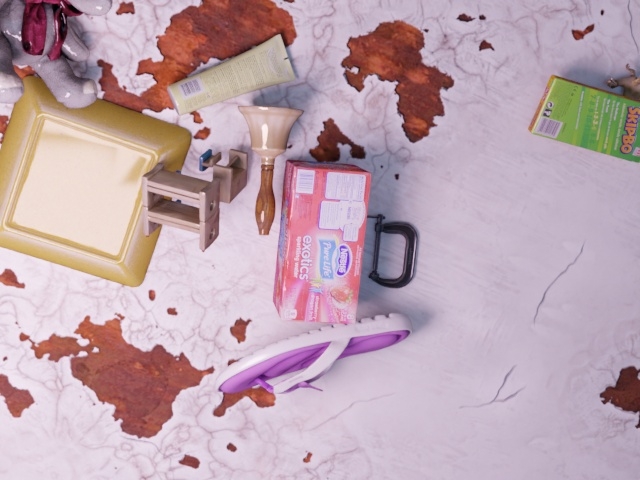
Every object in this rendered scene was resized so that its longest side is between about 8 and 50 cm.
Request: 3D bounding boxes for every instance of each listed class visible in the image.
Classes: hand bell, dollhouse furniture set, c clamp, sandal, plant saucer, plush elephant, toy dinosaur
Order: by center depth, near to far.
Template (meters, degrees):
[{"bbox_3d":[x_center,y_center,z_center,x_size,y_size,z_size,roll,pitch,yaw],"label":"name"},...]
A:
[{"bbox_3d":[-0.460,-0.414,1.539,0.255,0.272,0.330,-35,76,21],"label":"plush elephant"},{"bbox_3d":[-0.447,-0.100,1.704,0.333,0.081,0.333,18,97,-12],"label":"plant saucer"},{"bbox_3d":[-0.235,-0.088,1.719,0.129,0.183,0.129,15,123,15],"label":"dollhouse furniture set"},{"bbox_3d":[-0.099,-0.130,1.724,0.126,0.126,0.242,2,95,-10],"label":"hand bell"},{"bbox_3d":[-0.004,0.243,1.797,0.416,0.169,0.102,-17,66,-8],"label":"sandal"},{"bbox_3d":[0.133,0.022,1.864,0.137,0.022,0.160,-3,100,-15],"label":"c clamp"},{"bbox_3d":[0.675,-0.317,1.886,0.183,0.053,0.092,24,113,-16],"label":"toy dinosaur"}]

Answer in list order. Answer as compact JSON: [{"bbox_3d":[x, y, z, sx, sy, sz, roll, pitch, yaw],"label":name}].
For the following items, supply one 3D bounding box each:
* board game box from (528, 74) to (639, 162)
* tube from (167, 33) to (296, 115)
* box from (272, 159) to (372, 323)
[{"bbox_3d":[0.570,-0.247,1.864,0.259,0.039,0.124,15,115,-10],"label":"board game box"},{"bbox_3d":[-0.170,-0.306,1.728,0.240,0.062,0.070,-24,148,-10],"label":"tube"},{"bbox_3d":[0.000,0.000,1.770,0.154,0.142,0.300,3,100,-10],"label":"box"}]
